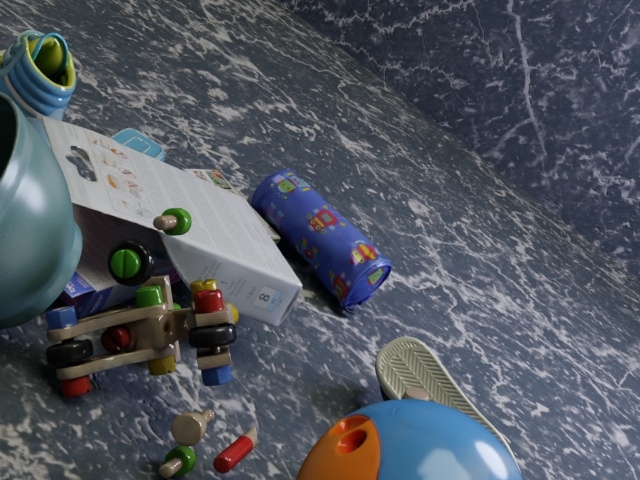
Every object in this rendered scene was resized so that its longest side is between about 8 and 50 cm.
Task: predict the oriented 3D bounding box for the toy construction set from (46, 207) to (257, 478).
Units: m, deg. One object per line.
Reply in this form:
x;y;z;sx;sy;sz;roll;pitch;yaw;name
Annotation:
-0.178;0.148;1.354;0.309;0.257;0.237;58;14;5;toy construction set

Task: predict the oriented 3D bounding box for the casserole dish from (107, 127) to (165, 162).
-0.349;-0.158;1.897;0.114;0.037;0.188;33;25;0;casserole dish

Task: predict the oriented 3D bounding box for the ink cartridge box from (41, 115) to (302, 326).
-0.244;-0.031;1.568;0.385;0.091;0.308;22;18;-31;ink cartridge box

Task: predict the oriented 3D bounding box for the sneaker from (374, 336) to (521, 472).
0.206;0.315;1.613;0.350;0.131;0.148;62;-5;21;sneaker

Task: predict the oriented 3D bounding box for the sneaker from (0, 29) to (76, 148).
-0.523;-0.294;1.723;0.319;0.208;0.127;41;26;17;sneaker

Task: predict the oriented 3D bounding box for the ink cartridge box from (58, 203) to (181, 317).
-0.344;0.015;1.543;0.186;0.065;0.311;40;21;13;ink cartridge box

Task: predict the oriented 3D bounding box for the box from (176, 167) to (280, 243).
-0.178;-0.057;1.919;0.207;0.036;0.114;46;27;27;box

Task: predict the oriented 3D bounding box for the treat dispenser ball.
0.105;0.333;1.223;0.288;0.288;0.288;27;24;-14;treat dispenser ball

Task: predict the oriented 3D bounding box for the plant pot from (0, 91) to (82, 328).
-0.422;-0.011;1.277;0.196;0.293;0.293;49;8;-43;plant pot

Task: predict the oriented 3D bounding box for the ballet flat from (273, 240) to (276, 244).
-0.130;0.033;1.791;0.057;0.049;0.173;37;24;10;ballet flat

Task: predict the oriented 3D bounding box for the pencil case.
0.000;0.000;1.934;0.119;0.133;0.306;-31;61;-27;pencil case

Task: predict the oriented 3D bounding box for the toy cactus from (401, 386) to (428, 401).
0.108;0.291;1.464;0.112;0.181;0.219;13;19;4;toy cactus
